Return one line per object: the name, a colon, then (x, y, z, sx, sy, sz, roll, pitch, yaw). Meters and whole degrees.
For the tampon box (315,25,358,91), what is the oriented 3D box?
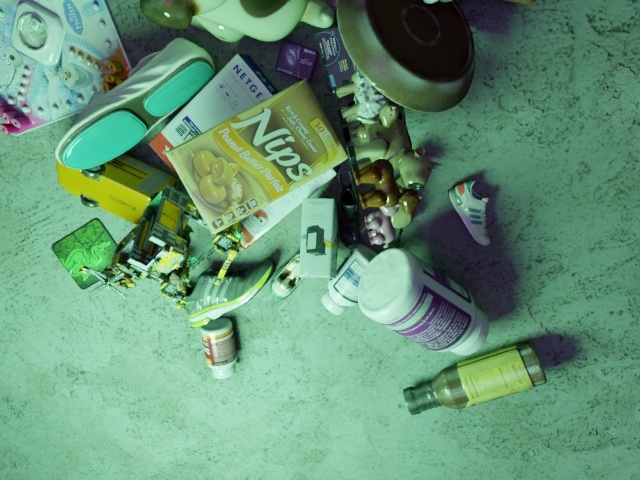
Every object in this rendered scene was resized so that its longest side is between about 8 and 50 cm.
tampon box: (0.086, -0.389, 0.987, 0.160, 0.101, 0.121, -11, 107, 13)

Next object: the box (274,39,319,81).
box: (-0.052, -0.398, 1.052, 0.083, 0.018, 0.067, 21, 112, 2)

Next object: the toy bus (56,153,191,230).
toy bus: (-0.468, -0.128, 1.151, 0.332, 0.130, 0.108, 25, 129, 0)

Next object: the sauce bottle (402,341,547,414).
sauce bottle: (0.378, 0.356, 1.197, 0.344, 0.111, 0.111, -23, 104, 18)

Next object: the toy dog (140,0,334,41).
toy dog: (-0.192, -0.471, 0.829, 0.395, 0.408, 0.285, 40, 113, 1)

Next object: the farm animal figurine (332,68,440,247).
farm animal figurine: (0.151, -0.162, 0.988, 0.172, 0.330, 0.327, -14, 82, 5)

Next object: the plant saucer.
plant saucer: (0.177, -0.389, 0.884, 0.310, 0.311, 0.050, 44, 151, -7)

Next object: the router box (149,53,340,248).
router box: (-0.174, -0.199, 1.109, 0.301, 0.082, 0.335, -38, 99, 19)

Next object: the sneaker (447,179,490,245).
sneaker: (0.357, -0.063, 1.078, 0.075, 0.057, 0.161, -31, 99, 24)

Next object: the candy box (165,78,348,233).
candy box: (-0.126, -0.168, 0.972, 0.316, 0.087, 0.183, -30, 97, -8)

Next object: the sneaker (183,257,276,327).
sneaker: (-0.247, 0.117, 1.222, 0.299, 0.111, 0.121, -30, 98, 16)

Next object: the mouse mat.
mouse mat: (-0.639, 0.040, 1.314, 0.189, 0.007, 0.153, -27, 103, 18)

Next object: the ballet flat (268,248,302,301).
ballet flat: (-0.079, 0.091, 1.204, 0.070, 0.070, 0.188, 35, 111, -3)

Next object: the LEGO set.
LEGO set: (-0.337, 0.056, 1.057, 0.331, 0.192, 0.255, -30, 129, 24)

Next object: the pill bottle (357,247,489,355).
pill bottle: (0.242, 0.152, 1.078, 0.301, 0.169, 0.169, 32, 113, -28)

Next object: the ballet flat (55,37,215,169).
ballet flat: (-0.419, -0.310, 1.062, 0.400, 0.139, 0.139, -35, 101, 0)

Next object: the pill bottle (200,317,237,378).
pill bottle: (-0.274, 0.295, 1.297, 0.086, 0.086, 0.152, -3, 108, 11)

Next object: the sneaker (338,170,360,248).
sneaker: (0.064, -0.067, 1.093, 0.051, 0.089, 0.170, -2, 84, 7)

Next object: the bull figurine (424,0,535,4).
bull figurine: (0.291, -0.517, 0.855, 0.310, 0.101, 0.189, -6, 111, -26)

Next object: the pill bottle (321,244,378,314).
pill bottle: (0.077, 0.100, 1.165, 0.094, 0.094, 0.169, 36, 111, -4)

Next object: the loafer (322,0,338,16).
loafer: (0.067, -0.603, 0.910, 0.112, 0.111, 0.320, 17, 111, 4)

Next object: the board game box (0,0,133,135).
board game box: (-0.673, -0.485, 1.112, 0.389, 0.050, 0.390, -14, 106, 14)

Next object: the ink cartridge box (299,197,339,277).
ink cartridge box: (0.000, 0.000, 1.093, 0.072, 0.127, 0.175, 2, 85, 8)
